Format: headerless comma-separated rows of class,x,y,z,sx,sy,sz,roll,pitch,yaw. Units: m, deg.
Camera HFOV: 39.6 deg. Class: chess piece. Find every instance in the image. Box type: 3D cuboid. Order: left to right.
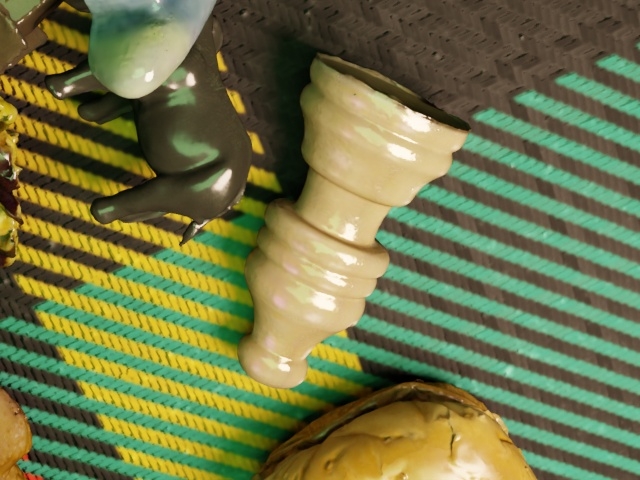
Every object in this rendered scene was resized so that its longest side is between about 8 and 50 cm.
chess piece,0.000,0.000,0.812,0.139,0.124,0.307,10,114,-41

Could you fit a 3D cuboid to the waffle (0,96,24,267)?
waffle,-0.355,-0.046,0.692,0.307,0.060,0.312,-8,149,14

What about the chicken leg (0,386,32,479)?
chicken leg,-0.304,0.267,0.848,0.409,0.182,0.295,11,91,-14

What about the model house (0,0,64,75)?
model house,-0.305,-0.201,0.647,0.243,0.211,0.204,-40,107,3

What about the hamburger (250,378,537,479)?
hamburger,0.086,0.295,0.892,0.319,0.158,0.318,-1,109,-4

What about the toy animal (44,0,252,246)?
toy animal,-0.141,-0.121,0.753,0.146,0.114,0.245,-17,108,10

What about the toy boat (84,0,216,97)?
toy boat,-0.100,-0.269,0.609,0.123,0.330,0.215,0,150,21
